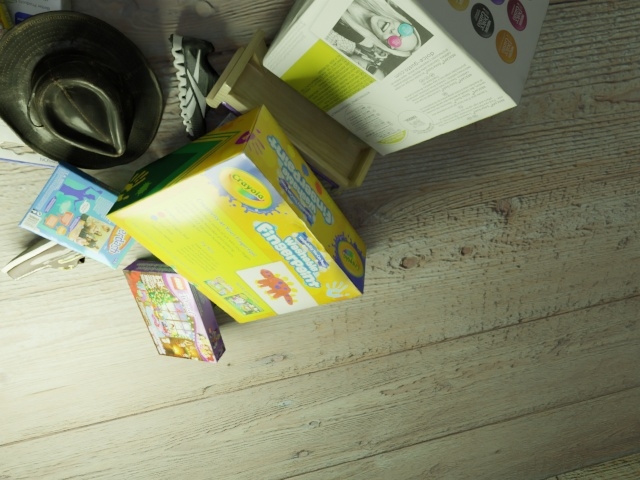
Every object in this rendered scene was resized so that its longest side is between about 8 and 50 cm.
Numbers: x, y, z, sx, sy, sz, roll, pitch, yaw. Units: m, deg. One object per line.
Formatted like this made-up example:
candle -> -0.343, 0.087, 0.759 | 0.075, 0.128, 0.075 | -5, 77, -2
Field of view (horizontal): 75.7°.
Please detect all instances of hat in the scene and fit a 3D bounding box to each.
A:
hat -> -0.450, -0.253, 0.810 | 0.331, 0.134, 0.331 | -25, 142, -21

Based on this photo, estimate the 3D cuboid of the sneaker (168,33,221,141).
sneaker -> -0.263, -0.330, 0.916 | 0.106, 0.078, 0.234 | -5, 114, -7

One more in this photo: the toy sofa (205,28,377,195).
toy sofa -> -0.056, -0.257, 0.911 | 0.362, 0.177, 0.150 | 33, 72, -24

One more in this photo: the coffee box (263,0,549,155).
coffee box -> 0.156, -0.412, 0.749 | 0.334, 0.338, 0.338 | 30, 73, -24

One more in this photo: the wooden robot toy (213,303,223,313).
wooden robot toy -> -0.328, 0.151, 1.135 | 0.076, 0.079, 0.173 | -29, 117, 3

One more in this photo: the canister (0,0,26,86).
canister -> -0.623, -0.370, 0.755 | 0.126, 0.073, 0.170 | -11, 119, -9

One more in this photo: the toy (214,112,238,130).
toy -> -0.238, -0.170, 0.992 | 0.237, 0.056, 0.137 | -43, 138, 13

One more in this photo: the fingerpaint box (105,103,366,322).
fingerpaint box -> -0.158, -0.019, 0.930 | 0.371, 0.163, 0.445 | -18, 132, 27

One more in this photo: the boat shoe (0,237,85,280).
boat shoe -> -0.599, 0.016, 0.995 | 0.324, 0.116, 0.097 | -31, 115, -3

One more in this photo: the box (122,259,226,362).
box -> -0.387, 0.192, 1.106 | 0.201, 0.057, 0.293 | 1, 119, 20

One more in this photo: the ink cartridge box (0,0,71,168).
ink cartridge box -> -0.614, -0.342, 0.844 | 0.175, 0.069, 0.371 | 7, 111, -16

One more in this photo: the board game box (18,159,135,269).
board game box -> -0.509, -0.051, 0.910 | 0.210, 0.047, 0.160 | 34, 96, -31
